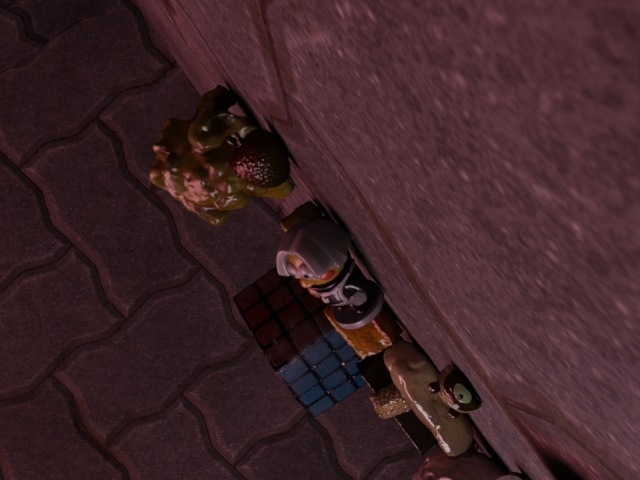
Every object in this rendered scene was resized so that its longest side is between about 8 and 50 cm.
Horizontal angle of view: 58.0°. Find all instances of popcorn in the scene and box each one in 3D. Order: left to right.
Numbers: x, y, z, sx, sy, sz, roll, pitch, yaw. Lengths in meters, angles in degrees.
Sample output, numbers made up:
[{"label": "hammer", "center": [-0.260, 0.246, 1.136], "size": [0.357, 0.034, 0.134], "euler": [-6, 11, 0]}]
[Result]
[{"label": "popcorn", "center": [-0.251, -0.178, 1.401], "size": [0.321, 0.290, 0.325], "euler": [58, 157, -18]}]

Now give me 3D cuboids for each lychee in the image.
[{"label": "lychee", "center": [-0.124, -0.163, 1.146], "size": [0.146, 0.114, 0.114], "euler": [41, -177, -26]}]

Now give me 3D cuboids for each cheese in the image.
[{"label": "cheese", "center": [0.237, 0.342, 1.284], "size": [0.263, 0.093, 0.159], "euler": [57, 173, -9]}]

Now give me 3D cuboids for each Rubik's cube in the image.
[{"label": "Rubik's cube", "center": [-0.006, 0.264, 1.766], "size": [0.344, 0.344, 0.337], "euler": [53, 177, 45]}]

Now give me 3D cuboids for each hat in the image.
[{"label": "hat", "center": [0.219, 0.251, 0.950], "size": [0.077, 0.059, 0.076], "euler": [51, -177, -21]}]

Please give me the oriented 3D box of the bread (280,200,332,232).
[{"label": "bread", "center": [-0.031, -0.029, 1.250], "size": [0.156, 0.103, 0.110], "euler": [46, 178, 25]}]

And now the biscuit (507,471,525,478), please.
[{"label": "biscuit", "center": [0.385, 0.581, 1.036], "size": [0.047, 0.216, 0.340], "euler": [-7, 119, 38]}]

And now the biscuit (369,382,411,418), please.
[{"label": "biscuit", "center": [0.206, 0.380, 1.426], "size": [0.082, 0.168, 0.070], "euler": [63, -178, -32]}]

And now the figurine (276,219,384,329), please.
[{"label": "figurine", "center": [0.011, 0.059, 1.147], "size": [0.176, 0.133, 0.236], "euler": [0, 140, 43]}]

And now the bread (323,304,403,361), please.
[{"label": "bread", "center": [0.084, 0.174, 1.372], "size": [0.134, 0.129, 0.260], "euler": [55, 174, -13]}]

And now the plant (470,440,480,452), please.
[{"label": "plant", "center": [0.386, 0.583, 1.518], "size": [0.121, 0.117, 0.104], "euler": [35, -171, 4]}]

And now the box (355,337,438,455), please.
[{"label": "box", "center": [0.232, 0.408, 1.555], "size": [0.273, 0.143, 0.184], "euler": [53, 176, 4]}]

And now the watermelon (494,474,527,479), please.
[{"label": "watermelon", "center": [0.299, 0.382, 0.658], "size": [0.175, 0.188, 0.322], "euler": [10, 166, 0]}]

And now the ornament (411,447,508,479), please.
[{"label": "ornament", "center": [0.312, 0.585, 1.264], "size": [0.225, 0.259, 0.259], "euler": [46, -177, -41]}]
